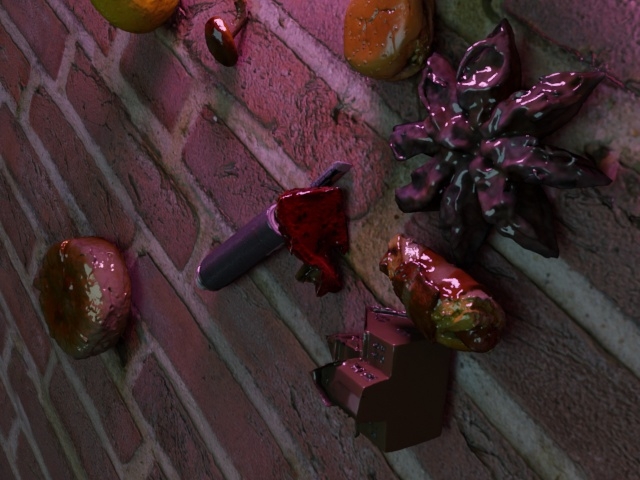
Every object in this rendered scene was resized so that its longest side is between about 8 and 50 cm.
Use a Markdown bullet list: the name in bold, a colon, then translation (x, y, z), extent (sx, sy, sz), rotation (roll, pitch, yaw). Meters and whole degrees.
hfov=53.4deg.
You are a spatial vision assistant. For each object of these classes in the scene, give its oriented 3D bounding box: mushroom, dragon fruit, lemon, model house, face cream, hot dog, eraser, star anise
- **mushroom**: translation (-0.180, -0.397, 1.198), extent (0.088, 0.072, 0.130), rotation (-122, 47, -62)
- **dragon fruit**: translation (-0.009, 0.000, 1.081), extent (0.092, 0.122, 0.192), rotation (5, 119, 68)
- **lemon**: translation (-0.385, -0.522, 1.299), extent (0.180, 0.180, 0.193), rotation (10, 125, 43)
- **model house**: translation (0.057, 0.193, 0.990), extent (0.248, 0.176, 0.181), rotation (19, 108, 58)
- **face cream**: translation (-0.153, 0.025, 1.210), extent (0.283, 0.073, 0.073), rotation (-34, 71, 40)
- **hot dog**: translation (0.156, 0.078, 0.867), extent (0.103, 0.146, 0.213), rotation (-51, 44, 1)
- **eraser**: translation (0.014, -0.105, 1.071), extent (0.099, 0.027, 0.019), rotation (-39, 60, 38)
- **star anise**: translation (0.208, -0.115, 0.824), extent (0.331, 0.117, 0.332), rotation (4, 95, 48)

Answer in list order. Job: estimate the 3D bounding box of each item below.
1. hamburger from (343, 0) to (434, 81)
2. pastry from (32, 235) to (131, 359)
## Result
- **hamburger**: translation (0.099, -0.304, 0.934), extent (0.147, 0.083, 0.138), rotation (5, 98, 47)
- **pastry**: translation (-0.583, 0.140, 1.587), extent (0.329, 0.136, 0.330), rotation (4, 97, 42)
